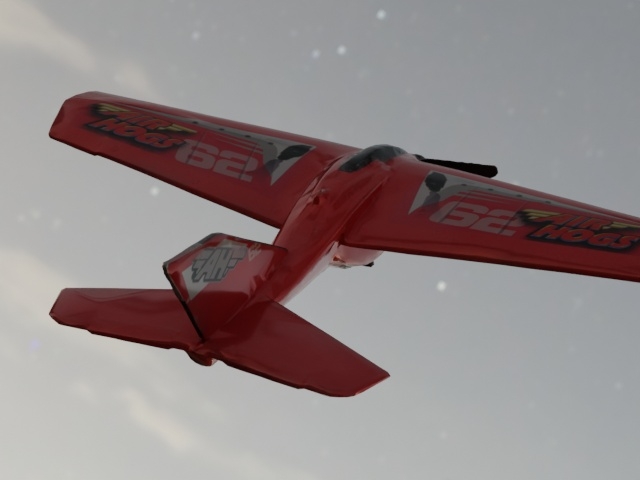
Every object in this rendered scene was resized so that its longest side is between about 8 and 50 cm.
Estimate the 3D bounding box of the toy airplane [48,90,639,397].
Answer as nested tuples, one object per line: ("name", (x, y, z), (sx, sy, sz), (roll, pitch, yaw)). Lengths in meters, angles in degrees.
("toy airplane", (0.000, 0.000, 0.392), (0.151, 0.151, 0.028), (18, -71, 28))
